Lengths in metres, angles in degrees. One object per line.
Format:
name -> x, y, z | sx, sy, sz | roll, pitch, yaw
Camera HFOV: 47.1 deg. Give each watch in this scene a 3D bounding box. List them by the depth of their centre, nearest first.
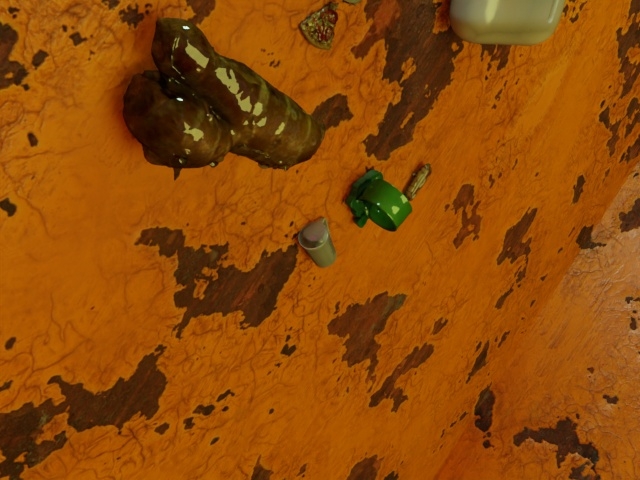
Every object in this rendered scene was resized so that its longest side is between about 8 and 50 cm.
watch -> 0.160, -0.089, 1.835 | 0.131, 0.152, 0.165 | -50, 143, -15

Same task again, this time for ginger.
ginger -> -0.174, -0.209, 1.329 | 0.418, 0.176, 0.254 | 20, 104, -49

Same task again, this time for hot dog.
hot dog -> 0.263, -0.159, 2.005 | 0.122, 0.037, 0.049 | -54, 156, 4

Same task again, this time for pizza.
pizza -> -0.002, -0.430, 1.486 | 0.099, 0.029, 0.100 | -18, 129, -41

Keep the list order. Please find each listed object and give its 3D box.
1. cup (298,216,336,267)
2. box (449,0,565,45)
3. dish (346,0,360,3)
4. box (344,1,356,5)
cup -> 0.000, 0.000, 1.793 | 0.116, 0.074, 0.104 | 60, 40, -55
box -> 0.469, -0.621, 1.781 | 0.349, 0.141, 0.288 | -10, 121, -36
dish -> 0.050, -0.569, 1.386 | 0.154, 0.064, 0.234 | -38, 132, -14
box -> 0.068, -0.532, 1.486 | 0.079, 0.035, 0.083 | -54, 144, -5
